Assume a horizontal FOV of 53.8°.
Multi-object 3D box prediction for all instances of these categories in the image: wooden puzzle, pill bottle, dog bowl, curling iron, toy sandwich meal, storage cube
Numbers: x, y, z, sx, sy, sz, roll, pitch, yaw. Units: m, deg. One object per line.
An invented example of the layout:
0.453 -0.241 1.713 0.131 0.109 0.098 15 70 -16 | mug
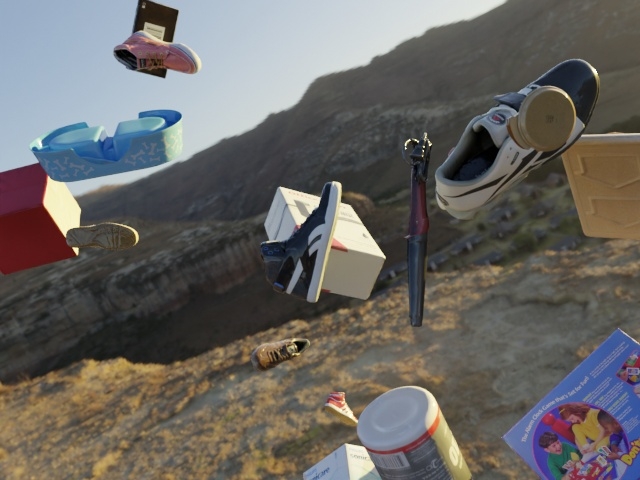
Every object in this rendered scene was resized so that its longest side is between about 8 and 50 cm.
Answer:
0.656 -0.110 1.216 0.322 0.348 0.080 5 60 38 | wooden puzzle
0.197 0.440 1.218 0.161 0.283 0.161 -24 19 9 | pill bottle
-0.414 -0.187 1.252 0.297 0.074 0.166 -11 29 -5 | dog bowl
0.132 -0.014 0.888 0.035 0.274 0.068 4 7 24 | curling iron
0.268 -0.145 0.763 0.086 0.085 0.029 -26 13 -8 | toy sandwich meal
-0.734 -0.058 1.574 0.193 0.215 0.183 -15 46 -3 | storage cube

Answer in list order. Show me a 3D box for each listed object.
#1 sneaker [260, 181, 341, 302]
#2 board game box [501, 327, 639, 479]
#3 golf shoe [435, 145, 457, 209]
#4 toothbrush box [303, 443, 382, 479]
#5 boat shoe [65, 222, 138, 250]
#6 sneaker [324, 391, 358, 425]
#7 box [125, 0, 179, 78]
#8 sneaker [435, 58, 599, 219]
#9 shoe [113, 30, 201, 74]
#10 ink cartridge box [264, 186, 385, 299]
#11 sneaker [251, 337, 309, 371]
-0.040 -0.006 1.101 0.121 0.217 0.079 14 7 4 | sneaker
0.587 0.383 1.297 0.347 0.078 0.233 -42 47 -1 | board game box
0.366 -0.173 1.739 0.067 0.186 0.086 14 9 -2 | golf shoe
0.069 0.731 1.684 0.216 0.126 0.295 -48 35 35 | toothbrush box
-0.478 -0.012 1.403 0.170 0.063 0.059 2 9 12 | boat shoe
0.069 0.492 1.856 0.042 0.118 0.067 -40 20 43 | sneaker
-0.388 -0.462 1.448 0.093 0.156 0.158 11 13 -20 | box
0.319 -0.177 1.022 0.330 0.122 0.146 -47 -29 5 | sneaker
-0.338 -0.373 1.298 0.081 0.178 0.063 -51 -21 -37 | shoe
0.000 0.000 1.414 0.197 0.114 0.273 13 22 -22 | ink cartridge box
-0.101 0.284 1.630 0.071 0.066 0.188 -26 -6 32 | sneaker
